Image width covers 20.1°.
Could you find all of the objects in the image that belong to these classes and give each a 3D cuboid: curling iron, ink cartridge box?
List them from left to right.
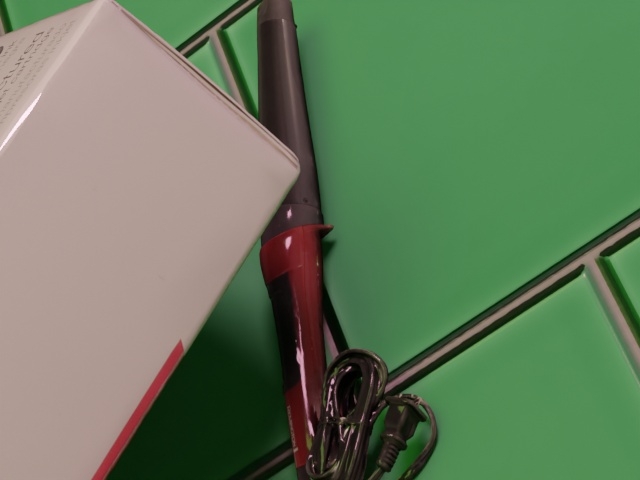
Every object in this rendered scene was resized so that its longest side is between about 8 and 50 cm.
[{"bbox_3d":[-0.167,0.024,0.802,0.283,0.117,0.207,-5,49,57],"label":"ink cartridge box"},{"bbox_3d":[0.000,0.000,0.830,0.068,0.035,0.274,-24,56,20],"label":"curling iron"}]
